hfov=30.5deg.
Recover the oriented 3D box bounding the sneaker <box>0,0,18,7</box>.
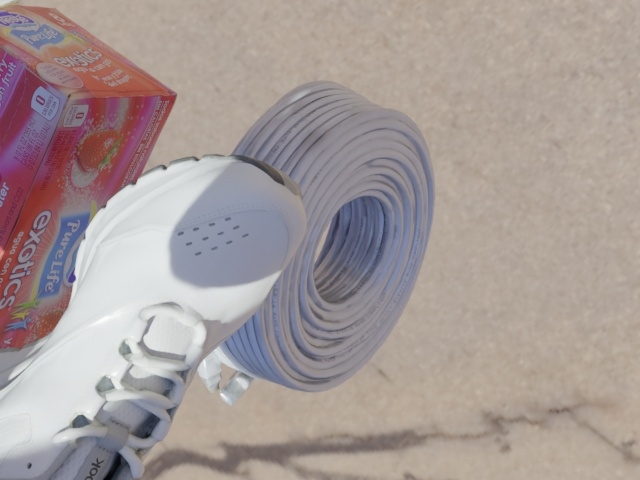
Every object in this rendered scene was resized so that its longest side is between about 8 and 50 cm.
[{"bbox_3d":[-0.089,-0.192,0.582,0.112,0.296,0.131,61,148,1],"label":"sneaker"}]

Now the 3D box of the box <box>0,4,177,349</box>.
[{"bbox_3d":[-0.268,-0.031,0.975,0.154,0.142,0.300,35,112,19],"label":"box"}]

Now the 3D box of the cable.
[{"bbox_3d":[0.000,0.000,0.988,0.089,0.257,0.257,23,135,33],"label":"cable"}]

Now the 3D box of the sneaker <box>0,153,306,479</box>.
[{"bbox_3d":[-0.111,0.079,0.635,0.111,0.297,0.129,34,-161,-31],"label":"sneaker"}]
